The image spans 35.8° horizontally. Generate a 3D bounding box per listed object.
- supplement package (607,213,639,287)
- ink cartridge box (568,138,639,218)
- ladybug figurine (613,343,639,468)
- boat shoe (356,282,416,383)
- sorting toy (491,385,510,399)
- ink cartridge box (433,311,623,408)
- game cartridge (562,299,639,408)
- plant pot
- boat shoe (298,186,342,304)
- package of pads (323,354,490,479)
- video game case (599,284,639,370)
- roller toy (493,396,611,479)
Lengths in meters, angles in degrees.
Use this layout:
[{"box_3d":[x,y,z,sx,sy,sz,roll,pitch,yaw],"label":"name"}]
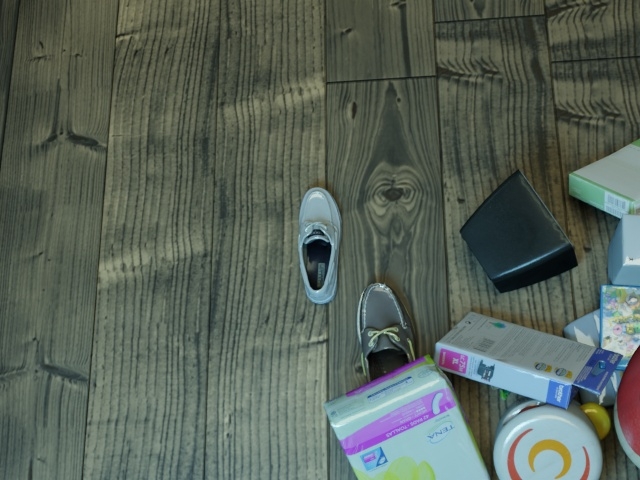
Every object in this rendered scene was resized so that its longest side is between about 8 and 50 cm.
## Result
[{"box_3d":[0.622,0.030,1.918,0.105,0.179,0.105,3,71,8],"label":"supplement package"},{"box_3d":[0.646,-0.129,2.003,0.235,0.056,0.171,-24,34,-25],"label":"ink cartridge box"},{"box_3d":[0.667,0.237,1.695,0.305,0.162,0.449,7,36,34],"label":"ladybug figurine"},{"box_3d":[0.134,0.227,1.951,0.116,0.097,0.325,-8,69,4],"label":"boat shoe"},{"box_3d":[0.362,0.271,1.951,0.062,0.012,0.083,-19,68,0],"label":"sorting toy"},{"box_3d":[0.387,0.225,1.849,0.311,0.186,0.065,13,111,26],"label":"ink cartridge box"},{"box_3d":[0.632,0.210,1.920,0.297,0.062,0.198,-12,73,3],"label":"game cartridge"},{"box_3d":[0.385,0.000,1.969,0.167,0.188,0.187,-33,69,8],"label":"plant pot"},{"box_3d":[0.000,0.000,2.058,0.095,0.084,0.258,-8,69,4],"label":"boat shoe"},{"box_3d":[0.167,0.378,1.811,0.229,0.101,0.297,-25,113,-2],"label":"package of pads"},{"box_3d":[0.598,0.169,1.904,0.119,0.015,0.166,4,71,8],"label":"video game case"},{"box_3d":[0.416,0.378,1.814,0.191,0.146,0.209,19,101,9],"label":"roller toy"}]
